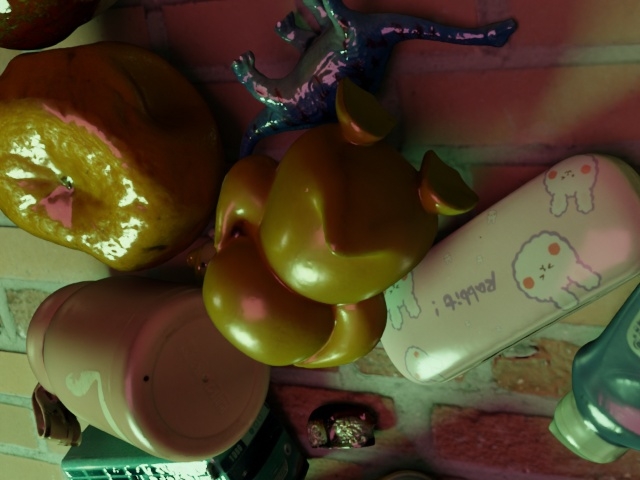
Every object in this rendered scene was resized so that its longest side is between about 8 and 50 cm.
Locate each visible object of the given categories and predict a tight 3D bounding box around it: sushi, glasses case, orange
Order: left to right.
[{"bbox_3d":[-0.215,-0.087,0.993,0.248,0.183,0.249,13,129,16],"label":"orange"},{"bbox_3d":[0.024,0.200,1.081,0.083,0.044,0.046,-8,85,31],"label":"sushi"},{"bbox_3d":[0.165,0.032,0.884,0.297,0.075,0.113,-38,69,38],"label":"glasses case"}]

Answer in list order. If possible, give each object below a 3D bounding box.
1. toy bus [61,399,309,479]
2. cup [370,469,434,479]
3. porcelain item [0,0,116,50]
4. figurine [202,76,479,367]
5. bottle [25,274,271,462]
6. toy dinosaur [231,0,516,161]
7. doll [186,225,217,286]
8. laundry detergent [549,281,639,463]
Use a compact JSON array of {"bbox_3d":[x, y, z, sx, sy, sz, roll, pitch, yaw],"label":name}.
[{"bbox_3d":[-0.158,0.258,1.141,0.256,0.128,0.147,-11,116,33],"label":"toy bus"},{"bbox_3d":[0.042,0.364,1.076,0.226,0.182,0.264,38,140,-29],"label":"cup"},{"bbox_3d":[-0.282,-0.318,0.944,0.252,0.253,0.253,12,117,26],"label":"porcelain item"},{"bbox_3d":[0.002,-0.002,0.879,0.215,0.215,0.228,50,141,2],"label":"figurine"},{"bbox_3d":[-0.208,0.137,1.059,0.296,0.173,0.207,7,76,49],"label":"bottle"},{"bbox_3d":[0.003,-0.166,0.903,0.329,0.076,0.144,-28,106,27],"label":"toy dinosaur"},{"bbox_3d":[-0.064,0.034,1.037,0.162,0.062,0.106,-2,115,30],"label":"doll"},{"bbox_3d":[0.305,0.096,0.835,0.143,0.094,0.290,45,130,13],"label":"laundry detergent"}]
